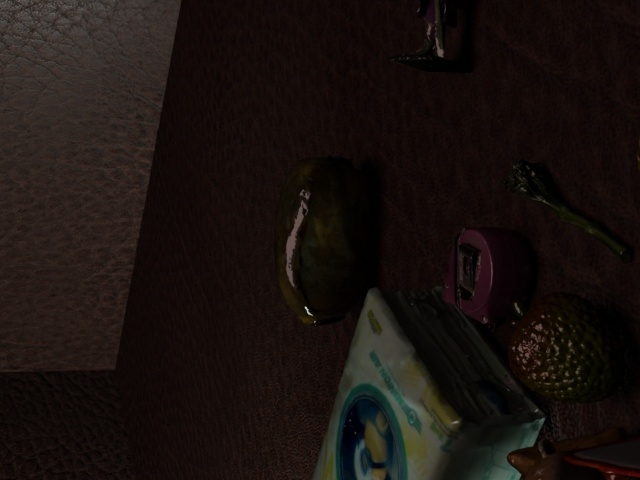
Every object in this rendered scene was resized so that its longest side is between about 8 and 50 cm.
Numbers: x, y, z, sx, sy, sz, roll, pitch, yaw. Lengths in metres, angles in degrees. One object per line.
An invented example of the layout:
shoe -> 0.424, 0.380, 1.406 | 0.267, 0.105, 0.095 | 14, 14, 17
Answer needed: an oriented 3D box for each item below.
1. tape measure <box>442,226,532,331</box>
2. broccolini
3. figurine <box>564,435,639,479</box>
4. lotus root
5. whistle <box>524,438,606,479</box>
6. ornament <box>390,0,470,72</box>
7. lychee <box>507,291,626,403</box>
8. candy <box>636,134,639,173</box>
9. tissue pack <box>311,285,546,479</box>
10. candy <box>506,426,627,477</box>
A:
tape measure -> 0.203, 0.045, 1.274 | 0.118, 0.074, 0.125 | -147, 59, -64
broccolini -> 0.271, -0.030, 1.158 | 0.218, 0.042, 0.044 | -124, 40, -53
figurine -> 0.328, 0.287, 0.871 | 0.183, 0.160, 0.226 | 169, 93, -69
lotus root -> 0.000, 0.000, 1.678 | 0.152, 0.160, 0.275 | 5, 93, 58
whistle -> 0.245, 0.285, 0.940 | 0.057, 0.107, 0.220 | -35, 73, 36
ornament -> 0.170, -0.325, 1.387 | 0.081, 0.088, 0.203 | 21, 97, 47
lychee -> 0.255, 0.111, 1.094 | 0.146, 0.114, 0.114 | 35, 124, 38
candy -> 0.348, -0.078, 0.766 | 0.260, 0.118, 0.260 | -177, 90, -68
tissue pack -> 0.118, 0.290, 1.356 | 0.287, 0.162, 0.388 | -121, 39, -53
candy -> 0.282, 0.318, 1.012 | 0.143, 0.101, 0.271 | -21, 59, 18
